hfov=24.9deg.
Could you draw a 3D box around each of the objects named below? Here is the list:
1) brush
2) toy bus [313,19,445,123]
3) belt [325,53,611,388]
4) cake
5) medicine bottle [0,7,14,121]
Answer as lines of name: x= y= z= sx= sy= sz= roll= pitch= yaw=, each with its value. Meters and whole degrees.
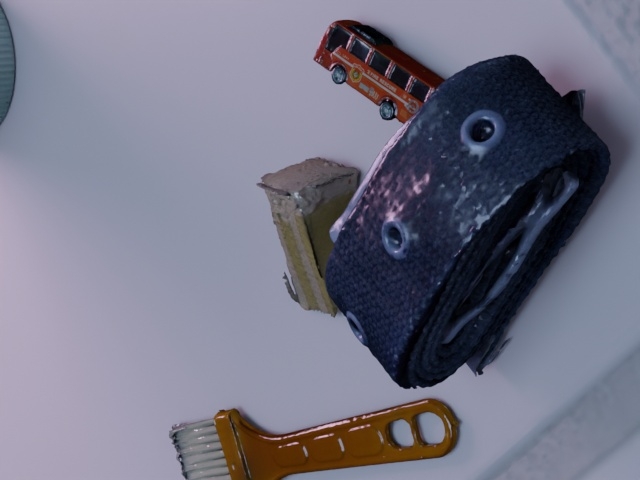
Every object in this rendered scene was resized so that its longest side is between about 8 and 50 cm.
brush: x=-0.010 y=0.162 z=1.117 sx=0.314 sy=0.017 sz=0.090 roll=-19 pitch=87 yaw=45
toy bus: x=0.044 y=-0.115 z=0.998 sx=0.110 sy=0.031 sz=0.043 roll=39 pitch=121 yaw=32
belt: x=0.080 y=-0.018 z=0.915 sx=0.128 sy=0.122 sz=0.218 roll=53 pitch=131 yaw=28
cake: x=0.000 y=0.000 z=1.066 sx=0.052 sy=0.065 sz=0.121 roll=22 pitch=135 yaw=41
medicine bottle: x=-0.448 y=-0.154 z=1.282 sx=0.158 sy=0.318 sz=0.158 roll=12 pitch=107 yaw=44
